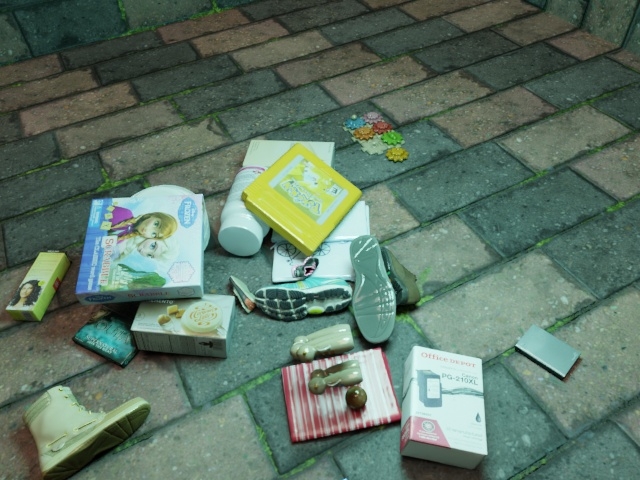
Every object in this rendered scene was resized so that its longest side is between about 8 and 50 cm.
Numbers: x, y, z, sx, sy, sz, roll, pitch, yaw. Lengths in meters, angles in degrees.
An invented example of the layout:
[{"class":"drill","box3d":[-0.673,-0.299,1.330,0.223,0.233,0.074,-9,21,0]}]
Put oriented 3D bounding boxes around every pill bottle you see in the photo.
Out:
[{"class":"pill bottle","box3d":[-0.229,-0.098,1.672,0.160,0.161,0.283,4,46,7]}]

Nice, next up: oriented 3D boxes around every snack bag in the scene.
[{"class":"snack bag","box3d":[0.000,0.000,1.651,0.322,0.037,0.343,-1,46,2]}]

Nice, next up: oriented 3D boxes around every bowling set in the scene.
[{"class":"bowling set","box3d":[0.018,0.312,1.221,0.154,0.287,0.200,-14,83,1]}]

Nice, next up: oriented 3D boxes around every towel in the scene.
[{"class":"towel","box3d":[0.050,0.380,1.289,0.274,0.031,0.199,-10,49,-4]}]

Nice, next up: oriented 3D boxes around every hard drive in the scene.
[{"class":"hard drive","box3d":[0.589,0.287,1.348,0.135,0.022,0.094,34,57,30]}]

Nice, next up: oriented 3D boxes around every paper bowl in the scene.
[{"class":"paper bowl","box3d":[-0.495,-0.052,1.622,0.283,0.148,0.285,2,57,-4]}]

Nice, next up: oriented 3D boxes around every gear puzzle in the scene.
[{"class":"gear puzzle","box3d":[0.224,-0.405,2.017,0.175,0.044,0.339,-20,48,-15]}]

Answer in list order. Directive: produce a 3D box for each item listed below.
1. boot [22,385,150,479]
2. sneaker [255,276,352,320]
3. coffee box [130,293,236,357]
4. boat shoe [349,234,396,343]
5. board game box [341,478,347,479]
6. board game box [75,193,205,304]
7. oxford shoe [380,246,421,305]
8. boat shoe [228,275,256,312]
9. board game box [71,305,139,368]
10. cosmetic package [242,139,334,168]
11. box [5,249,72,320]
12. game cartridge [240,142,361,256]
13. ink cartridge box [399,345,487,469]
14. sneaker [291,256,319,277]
[{"class":"boot","box3d":[-0.564,0.417,1.250,0.261,0.095,0.203,-34,52,-20]},{"class":"sneaker","box3d":[-0.048,0.156,1.481,0.274,0.107,0.110,-3,26,-5]},{"class":"coffee box","box3d":[-0.362,0.222,1.400,0.246,0.098,0.141,6,46,-1]},{"class":"boat shoe","box3d":[0.147,0.139,1.453,0.118,0.103,0.321,-16,57,10]},{"class":"board game box","box3d":[0.033,0.572,1.112,0.089,0.020,0.090,-19,48,-12]},{"class":"board game box","box3d":[-0.485,0.016,1.443,0.317,0.066,0.319,-4,55,-7]},{"class":"oxford shoe","box3d":[0.226,0.107,1.519,0.096,0.083,0.227,7,39,-24]},{"class":"boat shoe","box3d":[-0.231,0.154,1.513,0.137,0.049,0.043,43,101,34]},{"class":"board game box","box3d":[-0.575,0.264,1.440,0.186,0.026,0.126,19,51,20]},{"class":"cosmetic package","box3d":[-0.107,-0.269,1.863,0.309,0.113,0.160,1,46,6]},{"class":"box","box3d":[-0.840,0.131,1.563,0.087,0.058,0.232,1,46,4]},{"class":"game cartridge","box3d":[-0.055,-0.140,1.641,0.285,0.053,0.324,38,50,2]},{"class":"ink cartridge box","box3d":[0.283,0.382,1.209,0.171,0.100,0.237,11,47,1]},{"class":"sneaker","box3d":[-0.032,0.080,1.509,0.057,0.047,0.119,0,18,35]}]
